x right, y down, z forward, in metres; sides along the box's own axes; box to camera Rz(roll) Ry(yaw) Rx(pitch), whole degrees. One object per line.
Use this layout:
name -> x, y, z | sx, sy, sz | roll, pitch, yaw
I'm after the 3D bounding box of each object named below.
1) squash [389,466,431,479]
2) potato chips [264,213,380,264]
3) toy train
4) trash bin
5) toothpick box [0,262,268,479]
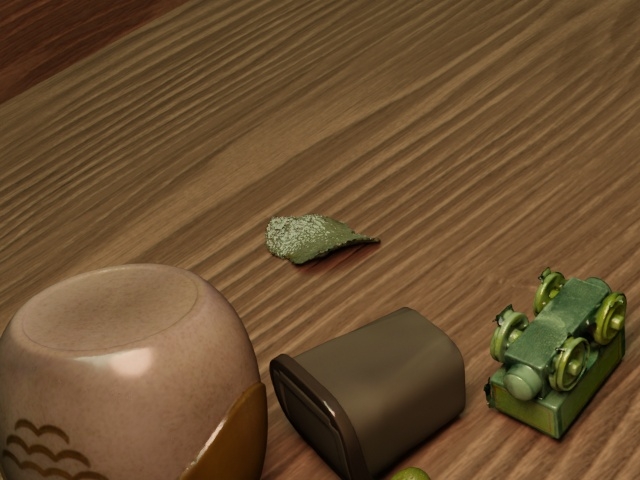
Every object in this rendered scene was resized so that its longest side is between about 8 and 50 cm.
squash -> 0.123, 0.416, 1.498 | 0.095, 0.095, 0.188 | -3, 36, 15
potato chips -> -0.003, -0.006, 2.065 | 0.228, 0.059, 0.167 | 20, 44, 42
toy train -> 0.383, 0.174, 1.621 | 0.159, 0.188, 0.272 | 22, 50, 37
trash bin -> 0.085, 0.244, 1.620 | 0.250, 0.219, 0.220 | -27, 42, -24
toothpick box -> -0.277, 0.280, 1.530 | 0.409, 0.425, 0.409 | -5, 24, 2
